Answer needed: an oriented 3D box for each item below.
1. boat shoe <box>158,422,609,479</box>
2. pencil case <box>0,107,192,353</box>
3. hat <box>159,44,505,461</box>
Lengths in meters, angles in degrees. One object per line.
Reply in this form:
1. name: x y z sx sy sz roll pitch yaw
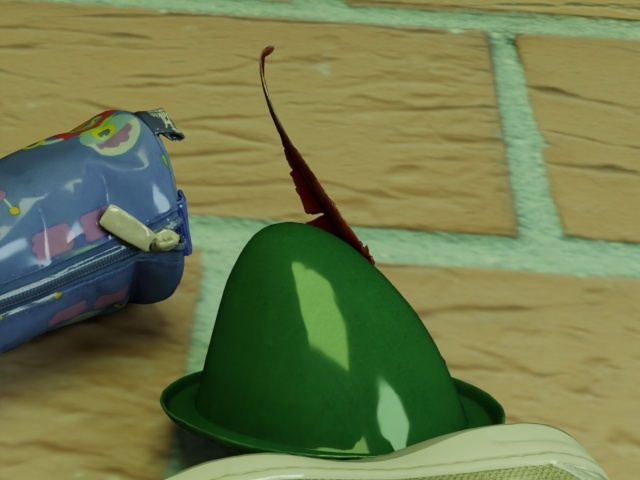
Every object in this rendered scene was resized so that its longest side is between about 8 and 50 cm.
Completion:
1. boat shoe: 0.011 0.158 0.668 0.320 0.118 0.103 -7 27 -31
2. pencil case: -0.206 0.021 0.867 0.306 0.119 0.133 -22 23 -36
3. hat: 0.000 0.000 0.830 0.209 0.183 0.173 10 13 35
